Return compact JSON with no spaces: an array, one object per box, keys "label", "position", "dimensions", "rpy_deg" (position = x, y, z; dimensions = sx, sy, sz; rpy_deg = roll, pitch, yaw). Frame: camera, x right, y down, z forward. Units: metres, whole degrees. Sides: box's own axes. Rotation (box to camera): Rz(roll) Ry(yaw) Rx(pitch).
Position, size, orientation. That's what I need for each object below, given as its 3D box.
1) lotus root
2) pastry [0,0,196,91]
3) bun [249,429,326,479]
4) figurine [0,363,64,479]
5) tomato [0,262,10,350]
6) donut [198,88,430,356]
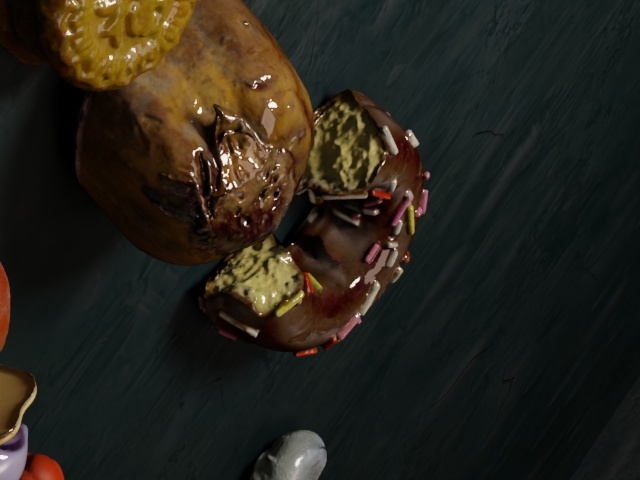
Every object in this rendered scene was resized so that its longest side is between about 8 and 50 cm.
[{"label":"lotus root","position":[-0.110,-0.101,1.449],"dimensions":[0.272,0.192,0.272],"rpy_deg":[-36,152,-23]},{"label":"pastry","position":[-0.200,-0.228,1.296],"dimensions":[0.189,0.103,0.188],"rpy_deg":[-37,144,-33]},{"label":"bun","position":[-0.050,0.332,2.081],"dimensions":[0.141,0.083,0.141],"rpy_deg":[-50,157,-30]},{"label":"figurine","position":[-0.327,0.266,1.470],"dimensions":[0.181,0.208,0.257],"rpy_deg":[-53,138,-47]},{"label":"tomato","position":[-0.364,0.069,1.287],"dimensions":[0.214,0.155,0.180],"rpy_deg":[17,99,-59]},{"label":"donut","position":[0.012,0.005,1.815],"dimensions":[0.345,0.136,0.259],"rpy_deg":[-53,147,-6]}]
